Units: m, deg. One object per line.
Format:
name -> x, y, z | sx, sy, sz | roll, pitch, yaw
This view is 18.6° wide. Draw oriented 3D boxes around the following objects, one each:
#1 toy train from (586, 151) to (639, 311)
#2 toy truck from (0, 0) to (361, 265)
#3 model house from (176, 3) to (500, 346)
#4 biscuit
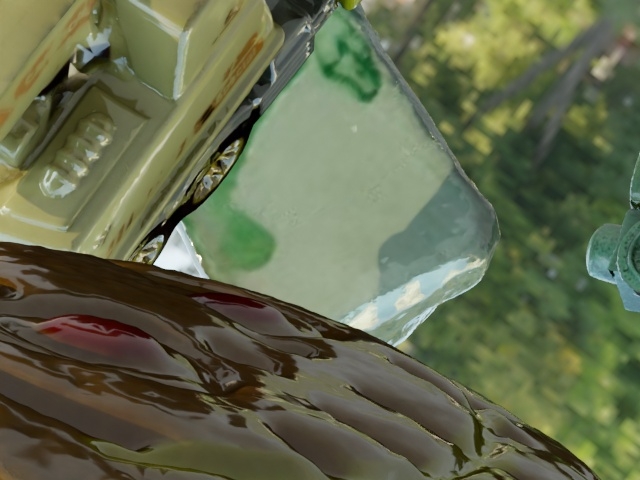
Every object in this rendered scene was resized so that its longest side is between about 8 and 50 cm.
toy train -> 0.353, 0.004, 1.439 | 0.307, 0.189, 0.126 | 12, 153, 30
toy truck -> -0.088, -0.149, 1.114 | 0.180, 0.405, 0.254 | 38, 169, 6
model house -> 0.000, 0.000, 1.472 | 0.267, 0.194, 0.325 | 60, 174, 23
biscuit -> -0.037, 0.064, 0.679 | 0.350, 0.070, 0.394 | 24, -172, 5
